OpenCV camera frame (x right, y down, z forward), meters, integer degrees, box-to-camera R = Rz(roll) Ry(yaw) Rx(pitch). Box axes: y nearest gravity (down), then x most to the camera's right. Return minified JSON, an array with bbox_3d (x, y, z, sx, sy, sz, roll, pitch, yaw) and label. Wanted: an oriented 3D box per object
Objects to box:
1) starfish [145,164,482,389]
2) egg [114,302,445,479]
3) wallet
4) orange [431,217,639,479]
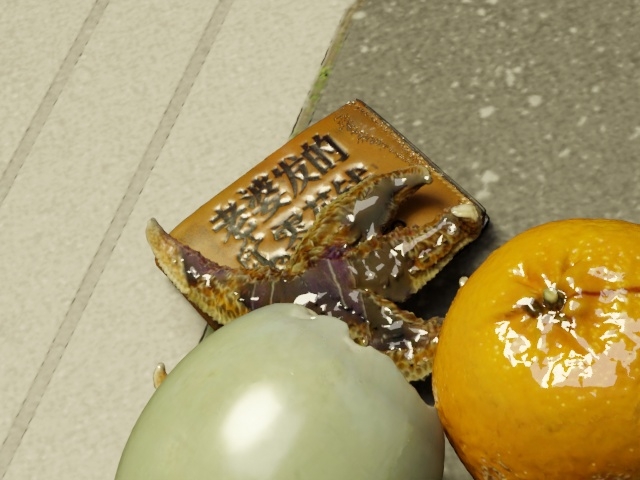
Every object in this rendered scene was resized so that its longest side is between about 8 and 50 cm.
[{"bbox_3d":[-0.009,0.035,1.210,0.238,0.071,0.216,-41,53,-22],"label":"starfish"},{"bbox_3d":[-0.034,0.155,1.079,0.183,0.183,0.217,31,75,34],"label":"egg"},{"bbox_3d":[-0.001,-0.002,1.285,0.195,0.042,0.161,-37,51,-13],"label":"wallet"},{"bbox_3d":[0.161,0.075,1.094,0.193,0.161,0.193,-5,64,10],"label":"orange"}]
